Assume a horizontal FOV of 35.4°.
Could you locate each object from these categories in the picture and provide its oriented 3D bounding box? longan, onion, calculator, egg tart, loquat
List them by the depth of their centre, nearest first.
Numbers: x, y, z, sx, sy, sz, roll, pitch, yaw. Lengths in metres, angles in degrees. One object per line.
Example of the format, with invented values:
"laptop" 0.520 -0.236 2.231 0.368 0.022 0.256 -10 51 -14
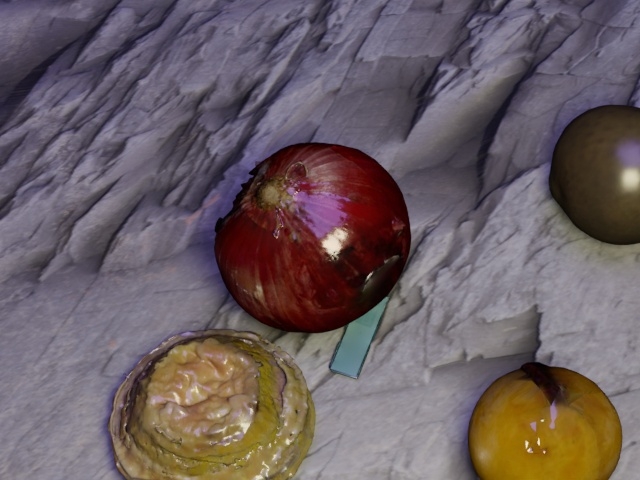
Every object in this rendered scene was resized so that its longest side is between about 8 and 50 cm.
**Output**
"loquat" 0.338 0.301 1.527 0.235 0.235 0.235 -2 57 3
"egg tart" -0.183 0.275 1.635 0.352 0.150 0.351 -2 53 3
"onion" -0.001 -0.007 1.699 0.342 0.341 0.341 -2 57 3
"calculator" 0.068 0.162 1.761 0.057 0.018 0.172 15 59 15
"longan" 0.533 -0.115 1.776 0.258 0.258 0.258 -2 57 3
